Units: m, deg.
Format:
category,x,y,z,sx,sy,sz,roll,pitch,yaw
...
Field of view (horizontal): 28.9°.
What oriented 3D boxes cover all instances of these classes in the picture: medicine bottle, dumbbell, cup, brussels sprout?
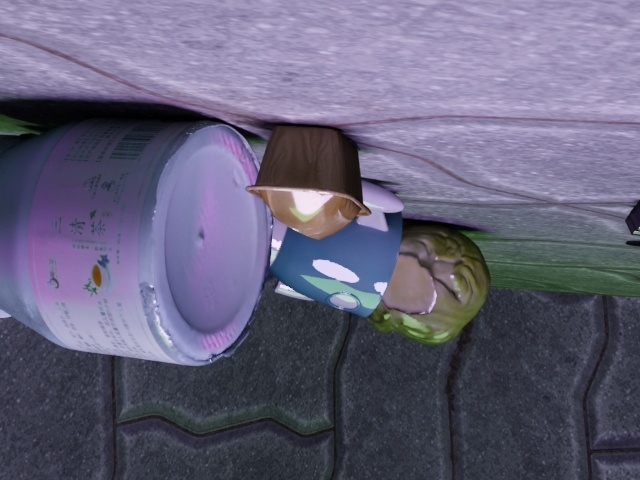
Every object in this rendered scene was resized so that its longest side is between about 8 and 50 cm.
category,x,y,z,sx,sy,sz,roll,pitch,yaw
medicine bottle,-0.228,-0.006,1.264,0.290,0.245,0.245,4,175,25
dumbbell,0.390,-0.026,1.496,0.036,0.040,0.083,-25,172,6
cup,0.000,0.000,1.648,0.173,0.167,0.299,17,147,-13
brussels sprout,0.159,0.066,2.036,0.244,0.244,0.244,6,176,0

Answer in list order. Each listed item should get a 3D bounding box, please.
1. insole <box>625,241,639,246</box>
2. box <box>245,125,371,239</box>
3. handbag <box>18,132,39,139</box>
category,x,y,z,sx,sy,sz,roll,pitch,yaw
insole,0.572,0.007,1.922,0.080,0.003,0.232,9,175,-41
box,-0.007,-0.053,1.234,0.111,0.111,0.177,5,176,12
handbag,-0.202,-0.078,1.436,0.270,0.088,0.175,5,168,12
